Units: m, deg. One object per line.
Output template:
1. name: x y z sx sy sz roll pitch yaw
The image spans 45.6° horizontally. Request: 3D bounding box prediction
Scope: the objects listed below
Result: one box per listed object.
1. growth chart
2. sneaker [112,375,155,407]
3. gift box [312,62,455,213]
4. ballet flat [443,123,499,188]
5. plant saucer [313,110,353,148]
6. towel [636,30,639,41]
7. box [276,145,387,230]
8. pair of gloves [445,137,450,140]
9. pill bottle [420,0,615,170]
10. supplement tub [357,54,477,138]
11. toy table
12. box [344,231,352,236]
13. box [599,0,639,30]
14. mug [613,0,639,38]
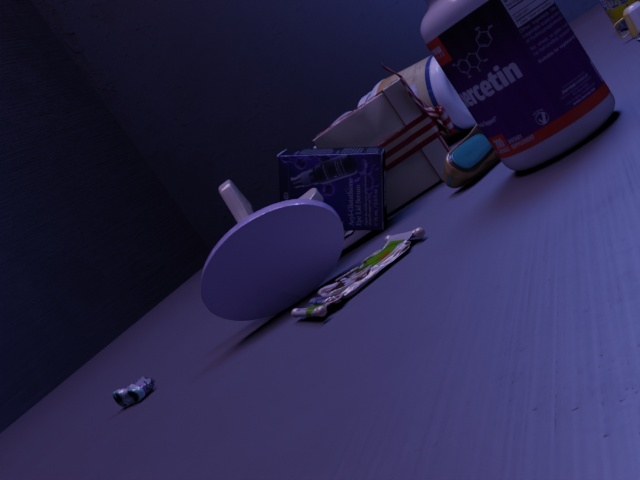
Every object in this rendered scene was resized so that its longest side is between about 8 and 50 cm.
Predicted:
1. growth chart: 0.056 0.051 1.164 0.237 0.021 0.172 -37 5 -23
2. sneaker: -0.353 0.287 1.470 0.098 0.038 0.069 -16 16 42
3. gift box: 0.145 -0.218 1.624 0.258 0.276 0.255 -32 12 11
4. ballet flat: 0.296 -0.170 1.362 0.232 0.080 0.073 -35 -24 -27
5. plant saucer: 0.026 -0.201 2.322 0.400 0.101 0.400 -53 16 22
6. towel: 0.748 -0.475 1.441 0.271 0.040 0.370 -29 6 35
7. box: 0.025 -0.102 1.491 0.207 0.153 0.108 -2 14 8
8. pair of gloves: 0.381 -0.337 2.303 0.204 0.042 0.240 -33 6 17
9. pill bottle: 0.268 -0.274 1.103 0.181 0.323 0.181 -35 6 4
10. supplement tub: 0.280 -0.377 2.134 0.316 0.228 0.228 -19 15 44
11. toy table: -0.090 0.012 1.362 0.274 0.252 0.161 -25 24 4
12. box: 0.000 0.000 1.749 0.178 0.042 0.109 -33 7 21
13. box: 0.829 -0.664 1.803 0.290 0.177 0.279 -34 5 7
14. mug: 0.691 -0.483 1.669 0.078 0.064 0.062 -35 7 3
